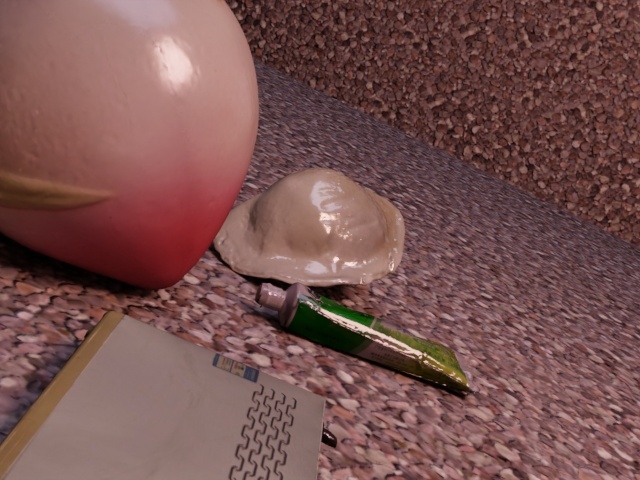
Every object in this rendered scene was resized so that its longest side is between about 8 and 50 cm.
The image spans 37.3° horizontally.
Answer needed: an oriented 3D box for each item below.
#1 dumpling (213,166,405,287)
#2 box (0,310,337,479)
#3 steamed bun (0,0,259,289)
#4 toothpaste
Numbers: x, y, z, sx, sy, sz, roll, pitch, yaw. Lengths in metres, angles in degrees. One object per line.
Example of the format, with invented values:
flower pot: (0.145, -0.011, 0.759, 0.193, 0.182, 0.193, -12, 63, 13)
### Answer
dumpling: (0.004, 0.000, 1.082, 0.215, 0.126, 0.166, 16, 33, -36)
box: (-0.090, 0.141, 0.611, 0.210, 0.045, 0.270, 23, 15, -5)
steamed bun: (-0.191, -0.091, 0.861, 0.309, 0.309, 0.309, 23, 16, -7)
toothpaste: (0.049, 0.096, 0.968, 0.248, 0.047, 0.078, 23, 18, -14)
